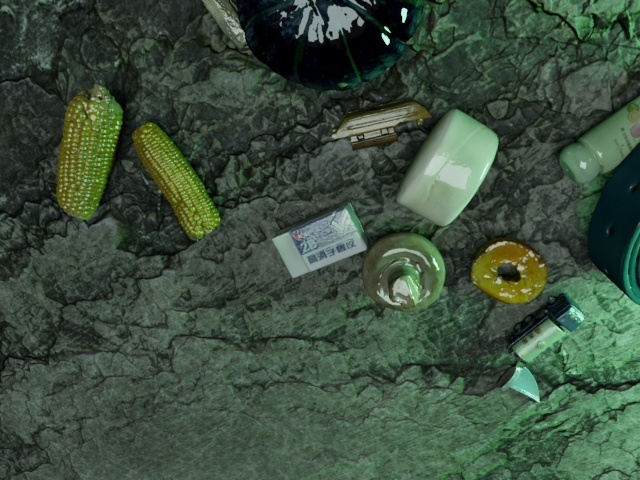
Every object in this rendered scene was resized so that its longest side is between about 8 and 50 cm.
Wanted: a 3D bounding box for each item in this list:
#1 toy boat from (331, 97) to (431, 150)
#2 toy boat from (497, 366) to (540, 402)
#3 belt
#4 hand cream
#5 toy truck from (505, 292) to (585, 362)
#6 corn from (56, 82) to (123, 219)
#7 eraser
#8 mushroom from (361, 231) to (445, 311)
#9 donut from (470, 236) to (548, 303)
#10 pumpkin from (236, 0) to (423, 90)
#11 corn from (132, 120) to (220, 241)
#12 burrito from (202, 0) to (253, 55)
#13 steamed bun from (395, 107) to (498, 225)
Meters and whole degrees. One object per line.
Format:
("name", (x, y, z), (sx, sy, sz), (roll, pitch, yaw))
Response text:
("toy boat", (0.136, -0.259, 1.156), (0.225, 0.068, 0.088), (-10, 115, 9))
("toy boat", (0.547, 0.386, 1.372), (0.122, 0.034, 0.096), (26, 113, -12))
("belt", (0.758, -0.067, 1.055), (0.300, 0.173, 0.437), (16, 113, -16))
("hand cream", (0.661, -0.233, 1.084), (0.305, 0.093, 0.147), (-33, 108, 10))
("toy truck", (0.550, 0.222, 1.270), (0.074, 0.088, 0.202), (41, 111, -7))
("corn", (-0.564, -0.212, 1.241), (0.130, 0.130, 0.347), (24, 114, -2))
("eraser", (0.000, 0.000, 1.275), (0.210, 0.068, 0.125), (-22, 107, 17))
("mushroom", (0.195, 0.087, 1.210), (0.204, 0.204, 0.204), (3, 112, 7))
("donut", (0.453, 0.068, 1.238), (0.178, 0.065, 0.162), (39, 117, -9))
("pumpkin", (0.016, -0.472, 0.981), (0.363, 0.266, 0.364), (4, 110, 11))
("corn", (-0.352, -0.149, 1.250), (0.102, 0.102, 0.313), (-25, 106, 17))
("burrito", (-0.200, -0.489, 1.124), (0.058, 0.045, 0.188), (-23, 111, 43))
("steamed bun", (0.274, -0.154, 1.122), (0.146, 0.164, 0.242), (29, 114, -2))
